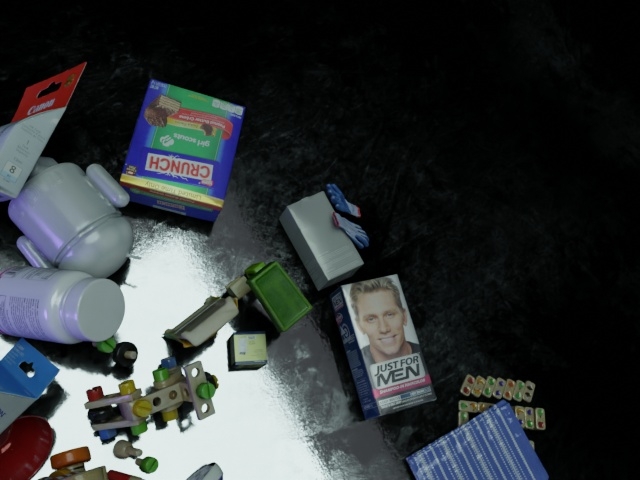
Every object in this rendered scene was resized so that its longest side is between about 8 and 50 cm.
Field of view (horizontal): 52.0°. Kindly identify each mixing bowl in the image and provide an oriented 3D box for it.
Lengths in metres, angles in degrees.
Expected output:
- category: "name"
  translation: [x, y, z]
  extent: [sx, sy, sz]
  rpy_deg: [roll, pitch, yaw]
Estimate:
- category: "mixing bowl"
  translation: [-0.676, 0.434, 1.392]
  extent: [0.098, 0.181, 0.181]
  rpy_deg: [22, 59, 31]

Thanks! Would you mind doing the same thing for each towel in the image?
- category: "towel"
  translation: [0.416, 0.601, 1.729]
  extent: [0.336, 0.040, 0.243]
  rpy_deg: [-25, 81, -17]

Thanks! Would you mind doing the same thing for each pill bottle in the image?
- category: "pill bottle"
  translation: [-0.581, 0.142, 1.442]
  extent: [0.283, 0.160, 0.160]
  rpy_deg: [2, 62, 28]

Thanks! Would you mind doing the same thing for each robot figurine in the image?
- category: "robot figurine"
  translation: [-0.590, -0.042, 1.562]
  extent: [0.300, 0.200, 0.353]
  rpy_deg: [-44, 87, 12]

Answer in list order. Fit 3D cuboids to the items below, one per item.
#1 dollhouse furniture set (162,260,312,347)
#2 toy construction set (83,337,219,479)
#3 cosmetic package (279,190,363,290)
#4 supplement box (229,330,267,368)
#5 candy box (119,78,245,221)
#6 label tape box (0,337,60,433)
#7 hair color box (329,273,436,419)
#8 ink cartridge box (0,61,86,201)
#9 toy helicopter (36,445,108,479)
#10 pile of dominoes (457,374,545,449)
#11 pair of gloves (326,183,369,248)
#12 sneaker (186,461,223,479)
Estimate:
- category: "dollhouse furniture set"
  translation: [-0.207, 0.198, 1.615]
  extent: [0.302, 0.198, 0.151]
  rpy_deg: [-38, 101, -23]
- category: "toy construction set"
  translation: [-0.354, 0.380, 1.429]
  extent: [0.258, 0.237, 0.308]
  rpy_deg: [20, 72, -46]
- category: "cosmetic package"
  translation: [0.000, 0.000, 1.794]
  extent: [0.127, 0.107, 0.237]
  rpy_deg: [-23, 76, -25]
- category: "supplement box"
  translation: [-0.182, 0.276, 1.655]
  extent: [0.083, 0.056, 0.083]
  rpy_deg: [0, 70, -18]
- category: "candy box"
  translation: [-0.367, -0.238, 1.751]
  extent: [0.268, 0.122, 0.317]
  rpy_deg: [14, 68, -13]
- category: "label tape box"
  translation: [-0.736, 0.330, 1.336]
  extent: [0.347, 0.249, 0.115]
  rpy_deg: [-48, 129, -22]
- category: "hair color box"
  translation: [0.162, 0.278, 1.740]
  extent: [0.174, 0.105, 0.347]
  rpy_deg: [-11, 73, -22]
- category: "ink cartridge box"
  translation: [-0.735, -0.262, 1.543]
  extent: [0.091, 0.308, 0.384]
  rpy_deg: [39, 58, -41]
- category: "toy helicopter"
  translation: [-0.530, 0.490, 1.296]
  extent: [0.235, 0.355, 0.140]
  rpy_deg: [-4, 71, -38]
- category: "pile of dominoes"
  translation: [0.500, 0.473, 1.813]
  extent: [0.251, 0.040, 0.195]
  rpy_deg: [10, 68, -15]
- category: "pair of gloves"
  translation: [0.077, -0.067, 1.817]
  extent: [0.159, 0.023, 0.198]
  rpy_deg: [31, 33, -45]
- category: "sneaker"
  translation: [-0.263, 0.690, 1.449]
  extent: [0.236, 0.130, 0.322]
  rpy_deg: [45, 59, -9]
